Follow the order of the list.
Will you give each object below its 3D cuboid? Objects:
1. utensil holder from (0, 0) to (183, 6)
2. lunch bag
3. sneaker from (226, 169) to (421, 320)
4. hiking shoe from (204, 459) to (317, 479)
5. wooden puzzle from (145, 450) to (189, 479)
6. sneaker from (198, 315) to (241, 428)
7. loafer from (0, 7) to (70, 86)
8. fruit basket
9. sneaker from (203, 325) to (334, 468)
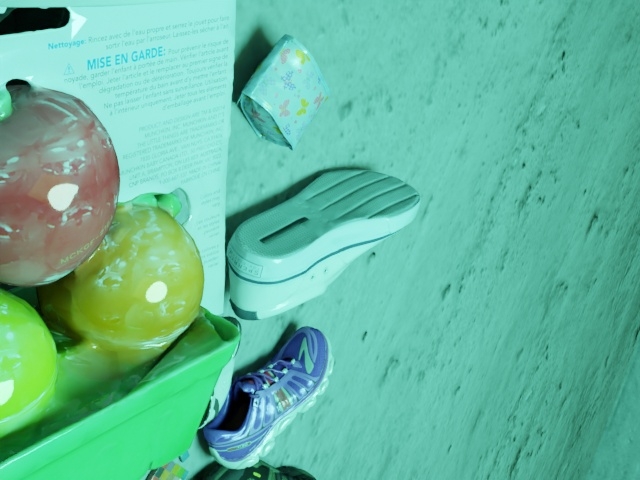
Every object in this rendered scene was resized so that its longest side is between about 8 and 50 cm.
[{"bbox_3d":[-0.099,-0.326,0.383,0.328,0.328,0.385,-32,131,-43],"label":"utensil holder"},{"bbox_3d":[-0.036,-0.133,0.803,0.071,0.053,0.083,-59,154,-13],"label":"lunch bag"},{"bbox_3d":[0.000,0.000,0.902,0.258,0.094,0.091,-23,142,-43],"label":"sneaker"},{"bbox_3d":[-0.037,0.281,0.944,0.227,0.114,0.086,18,91,-56],"label":"hiking shoe"},{"bbox_3d":[-0.150,0.234,0.860,0.083,0.006,0.049,-59,144,-17],"label":"wooden puzzle"},{"bbox_3d":[-0.101,0.122,0.855,0.109,0.040,0.044,-69,162,3],"label":"sneaker"},{"bbox_3d":[-0.171,-0.136,0.608,0.170,0.062,0.061,-59,149,-14],"label":"loafer"},{"bbox_3d":[-0.182,0.008,0.568,0.327,0.165,0.352,-26,125,-46],"label":"fruit basket"},{"bbox_3d":[-0.050,0.149,0.909,0.170,0.068,0.071,-51,135,-26],"label":"sneaker"}]
